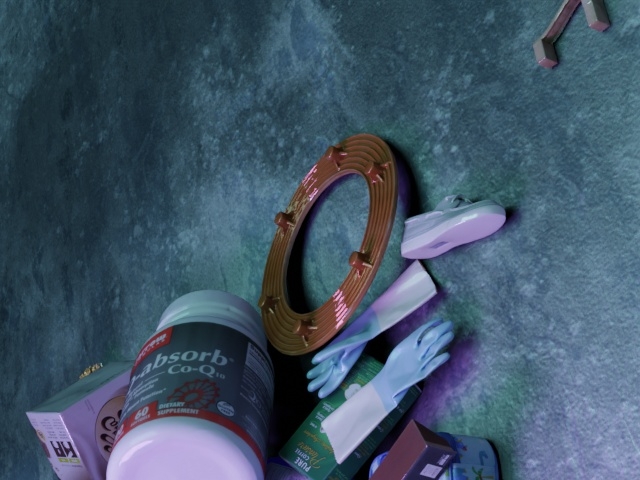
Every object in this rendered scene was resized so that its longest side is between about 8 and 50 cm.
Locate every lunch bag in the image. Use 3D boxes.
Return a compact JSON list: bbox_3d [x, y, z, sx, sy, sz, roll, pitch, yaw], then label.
[{"bbox_3d":[0.138,0.354,1.627,0.176,0.090,0.219,-28,58,50],"label":"lunch bag"}]

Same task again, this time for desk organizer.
[{"bbox_3d":[0.101,0.279,1.584,0.130,0.047,0.050,-57,34,21],"label":"desk organizer"}]

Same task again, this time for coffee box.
[{"bbox_3d":[-0.298,0.352,2.031,0.119,0.168,0.297,-9,107,52],"label":"coffee box"},{"bbox_3d":[0.037,0.243,1.764,0.184,0.040,0.113,-50,35,-11],"label":"coffee box"}]

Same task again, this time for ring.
[{"bbox_3d":[0.000,0.000,1.892,0.336,0.032,0.337,-43,33,39],"label":"ring"}]

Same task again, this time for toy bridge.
[{"bbox_3d":[0.328,-0.283,1.600,0.188,0.026,0.063,-37,52,42],"label":"toy bridge"}]

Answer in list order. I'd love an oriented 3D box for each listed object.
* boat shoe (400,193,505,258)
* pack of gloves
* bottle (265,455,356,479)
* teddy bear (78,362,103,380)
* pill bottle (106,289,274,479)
[{"bbox_3d":[0.169,-0.027,1.719,0.184,0.066,0.063,-32,57,56],"label":"boat shoe"},{"bbox_3d":[0.065,0.146,1.732,0.232,0.046,0.195,-45,32,13],"label":"pack of gloves"},{"bbox_3d":[-0.051,0.365,1.870,0.283,0.092,0.118,2,78,54],"label":"bottle"},{"bbox_3d":[-0.352,0.339,2.269,0.338,0.113,0.245,53,124,46],"label":"teddy bear"},{"bbox_3d":[-0.172,0.237,1.882,0.210,0.210,0.363,-57,14,26],"label":"pill bottle"}]
